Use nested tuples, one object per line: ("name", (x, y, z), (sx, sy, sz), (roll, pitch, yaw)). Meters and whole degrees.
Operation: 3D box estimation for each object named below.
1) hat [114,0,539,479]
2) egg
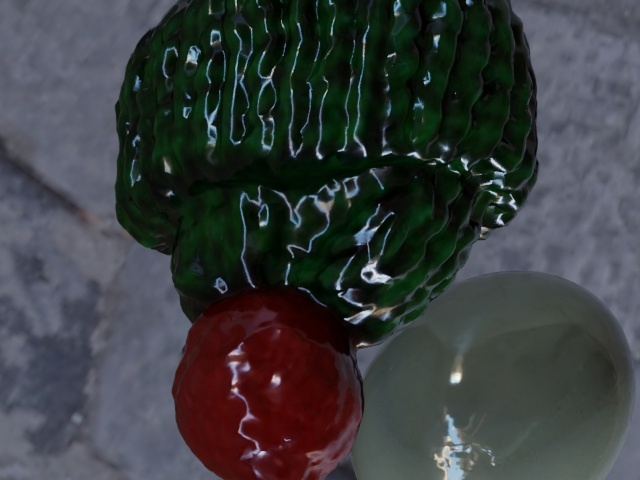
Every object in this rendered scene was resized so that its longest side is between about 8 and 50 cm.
("hat", (0.000, 0.000, 1.170), (0.242, 0.332, 0.274), (20, 150, -31))
("egg", (0.148, 0.143, 1.628), (0.219, 0.269, 0.219), (40, 161, 17))
